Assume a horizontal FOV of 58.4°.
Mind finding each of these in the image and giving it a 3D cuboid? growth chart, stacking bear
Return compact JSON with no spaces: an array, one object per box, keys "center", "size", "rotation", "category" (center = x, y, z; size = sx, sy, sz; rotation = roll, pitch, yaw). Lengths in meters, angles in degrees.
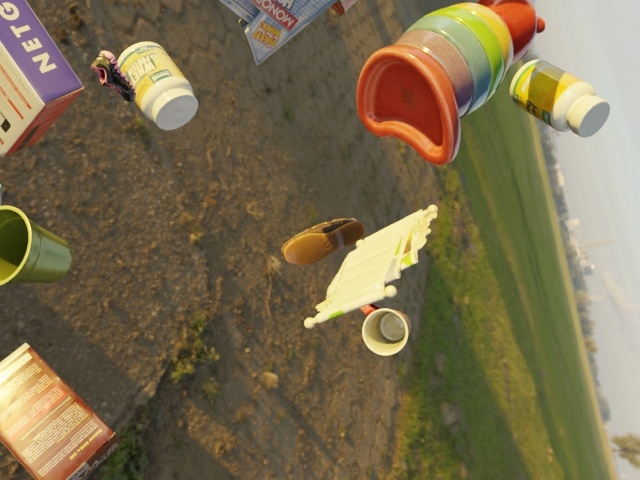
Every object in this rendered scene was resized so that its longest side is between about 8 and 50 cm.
[{"center":[0.083,0.030,0.833],"size":[0.021,0.172,0.237],"rotation":[55,37,-16],"category":"growth chart"},{"center":[0.212,-0.271,0.847],"size":[0.289,0.175,0.164],"rotation":[-40,145,-25],"category":"stacking bear"}]

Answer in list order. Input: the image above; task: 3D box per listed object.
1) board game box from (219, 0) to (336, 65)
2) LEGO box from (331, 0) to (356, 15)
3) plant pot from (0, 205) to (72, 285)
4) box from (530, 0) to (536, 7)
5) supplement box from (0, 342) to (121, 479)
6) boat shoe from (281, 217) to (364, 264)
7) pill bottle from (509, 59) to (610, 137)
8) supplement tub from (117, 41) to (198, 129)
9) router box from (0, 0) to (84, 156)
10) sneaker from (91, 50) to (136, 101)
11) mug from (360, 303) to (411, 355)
[{"center":[-0.093,-0.409,0.971],"size":[0.194,0.194,0.060],"rotation":[26,26,-39],"category":"board game box"},{"center":[0.132,-0.817,1.271],"size":[0.193,0.500,0.372],"rotation":[49,7,14],"category":"LEGO box"},{"center":[-0.309,0.014,0.605],"size":[0.079,0.083,0.083],"rotation":[35,47,-67],"category":"plant pot"},{"center":[0.377,-0.553,1.059],"size":[0.063,0.067,0.323],"rotation":[-3,100,-62],"category":"box"},{"center":[-0.474,0.305,0.980],"size":[0.130,0.239,0.073],"rotation":[-43,162,-28],"category":"supplement box"},{"center":[0.000,0.000,1.338],"size":[0.073,0.207,0.073],"rotation":[30,-47,59],"category":"boat shoe"},{"center":[0.539,-0.317,1.293],"size":[0.208,0.118,0.117],"rotation":[52,1,42],"category":"pill bottle"},{"center":[-0.423,-0.400,1.492],"size":[0.199,0.144,0.144],"rotation":[52,16,17],"category":"supplement tub"},{"center":[-0.600,-0.347,1.019],"size":[0.082,0.301,0.335],"rotation":[-43,109,-39],"category":"router box"},{"center":[-0.442,-0.339,1.220],"size":[0.057,0.047,0.119],"rotation":[-59,137,-32],"category":"sneaker"},{"center":[0.175,0.210,1.477],"size":[0.169,0.113,0.150],"rotation":[11,62,-73],"category":"mug"}]
